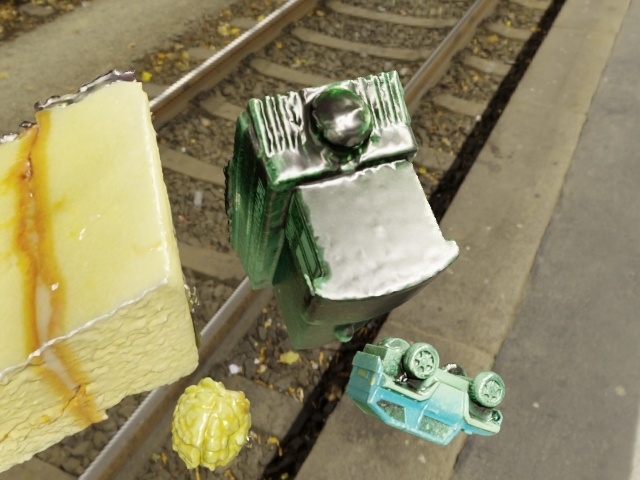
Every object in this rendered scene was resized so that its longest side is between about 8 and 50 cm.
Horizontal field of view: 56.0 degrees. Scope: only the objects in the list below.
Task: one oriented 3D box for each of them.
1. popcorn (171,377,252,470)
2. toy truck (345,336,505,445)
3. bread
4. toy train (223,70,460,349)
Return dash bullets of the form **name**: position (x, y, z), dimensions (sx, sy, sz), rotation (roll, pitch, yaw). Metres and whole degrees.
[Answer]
- **popcorn**: position (-0.206, 0.359, 1.164), dimensions (0.142, 0.173, 0.173), rotation (-15, 39, 17)
- **toy truck**: position (0.195, 0.280, 1.113), dimensions (0.278, 0.155, 0.156), rotation (26, 78, -16)
- **bread**: position (-0.342, 0.039, 0.788), dimensions (0.345, 0.242, 0.405), rotation (-16, 64, -11)
- **toy train**: position (0.000, 0.000, 0.543), dimensions (0.138, 0.330, 0.178), rotation (-16, 73, -15)
